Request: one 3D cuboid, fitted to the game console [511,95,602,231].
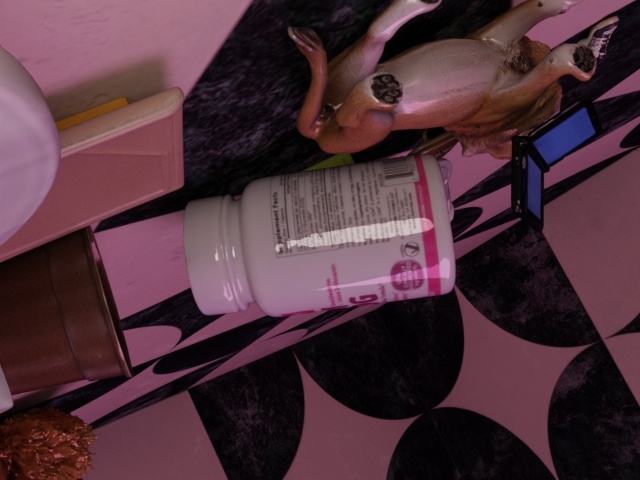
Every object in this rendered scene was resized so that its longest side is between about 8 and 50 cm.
[{"bbox_3d":[0.231,-0.070,0.785,0.071,0.107,0.122,-1,170,26],"label":"game console"}]

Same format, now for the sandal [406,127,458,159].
[{"bbox_3d":[0.171,-0.153,1.068,0.180,0.049,0.072,-38,171,-23],"label":"sandal"}]

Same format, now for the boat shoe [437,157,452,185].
[{"bbox_3d":[0.038,-0.052,1.116,0.303,0.091,0.114,-27,145,-14],"label":"boat shoe"}]

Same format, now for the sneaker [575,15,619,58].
[{"bbox_3d":[0.361,-0.255,1.044,0.032,0.036,0.083,-20,167,-23],"label":"sneaker"}]

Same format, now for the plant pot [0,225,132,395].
[{"bbox_3d":[-0.288,0.077,0.794,0.165,0.166,0.167,-15,167,-12],"label":"plant pot"}]

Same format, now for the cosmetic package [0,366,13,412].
[{"bbox_3d":[-0.278,0.096,0.371,0.231,0.085,0.117,-26,171,11],"label":"cosmetic package"}]

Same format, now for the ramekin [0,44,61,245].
[{"bbox_3d":[-0.253,-0.046,0.316,0.273,0.127,0.273,-25,170,-5],"label":"ramekin"}]

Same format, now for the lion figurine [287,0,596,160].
[{"bbox_3d":[0.101,-0.144,0.774,0.392,0.142,0.240,-4,168,-28],"label":"lion figurine"}]

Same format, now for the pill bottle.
[{"bbox_3d":[0.000,0.000,0.914,0.283,0.160,0.160,-8,171,5],"label":"pill bottle"}]

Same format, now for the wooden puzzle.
[{"bbox_3d":[-0.217,-0.046,0.659,0.221,0.044,0.238,-24,174,-15],"label":"wooden puzzle"}]

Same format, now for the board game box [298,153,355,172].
[{"bbox_3d":[-0.027,-0.033,1.029,0.181,0.092,0.043,-26,169,-3],"label":"board game box"}]

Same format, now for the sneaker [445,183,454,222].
[{"bbox_3d":[0.100,-0.061,1.297,0.229,0.086,0.132,-14,145,-1],"label":"sneaker"}]

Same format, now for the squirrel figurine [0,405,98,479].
[{"bbox_3d":[-0.653,0.455,1.609,0.397,0.281,0.370,-38,164,-21],"label":"squirrel figurine"}]
